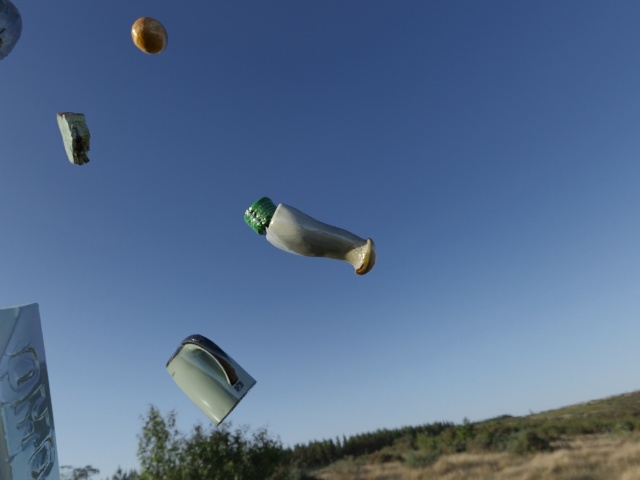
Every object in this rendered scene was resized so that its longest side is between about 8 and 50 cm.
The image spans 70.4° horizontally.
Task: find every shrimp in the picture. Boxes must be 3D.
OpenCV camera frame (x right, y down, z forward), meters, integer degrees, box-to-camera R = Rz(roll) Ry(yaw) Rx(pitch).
[{"bbox_3d":[-0.931,-0.593,1.219,0.110,0.221,0.445,35,-6,-15],"label":"shrimp"}]

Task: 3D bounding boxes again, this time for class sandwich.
[{"bbox_3d":[-0.475,-0.195,0.883,0.035,0.093,0.105,-19,-60,-35],"label":"sandwich"}]

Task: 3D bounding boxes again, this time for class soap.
[{"bbox_3d":[-0.420,0.235,0.587,0.095,0.290,0.173,-7,-1,-14],"label":"soap"}]

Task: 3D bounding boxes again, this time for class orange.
[{"bbox_3d":[-0.402,-0.482,1.072,0.083,0.083,0.070,15,-33,-37],"label":"orange"}]

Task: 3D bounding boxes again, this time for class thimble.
[{"bbox_3d":[-0.192,-0.081,1.524,0.118,0.090,0.130,-47,-10,13],"label":"thimble"}]

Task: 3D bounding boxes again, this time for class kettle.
[{"bbox_3d":[-0.310,0.372,1.290,0.161,0.236,0.221,-40,-12,-44],"label":"kettle"}]

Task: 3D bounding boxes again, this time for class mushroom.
[{"bbox_3d":[0.000,0.000,1.270,0.328,0.122,0.159,20,-3,4],"label":"mushroom"}]
